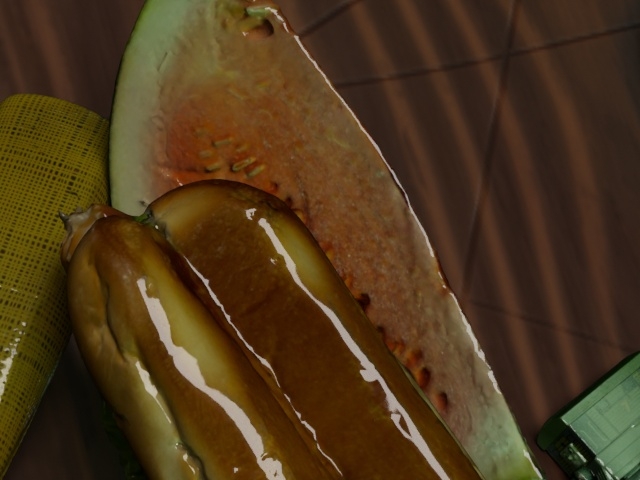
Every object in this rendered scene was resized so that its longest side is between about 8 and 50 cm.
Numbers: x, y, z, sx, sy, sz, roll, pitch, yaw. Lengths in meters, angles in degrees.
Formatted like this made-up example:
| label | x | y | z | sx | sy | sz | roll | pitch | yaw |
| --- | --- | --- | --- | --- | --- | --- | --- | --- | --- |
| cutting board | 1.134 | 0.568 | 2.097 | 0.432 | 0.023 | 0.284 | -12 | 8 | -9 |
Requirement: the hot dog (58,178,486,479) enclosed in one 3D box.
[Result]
| label | x | y | z | sx | sy | sz | roll | pitch | yaw |
| --- | --- | --- | --- | --- | --- | --- | --- | --- | --- |
| hot dog | -0.001 | 0.112 | 0.743 | 0.135 | 0.100 | 0.337 | -30 | 78 | -33 |

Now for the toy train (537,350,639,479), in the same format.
| label | x | y | z | sx | sy | sz | roll | pitch | yaw |
| --- | --- | --- | --- | --- | --- | --- | --- | --- | --- |
| toy train | 0.162 | 0.101 | 0.923 | 0.093 | 0.038 | 0.056 | -33 | 76 | -33 |

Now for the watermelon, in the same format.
| label | x | y | z | sx | sy | sz | roll | pitch | yaw |
| --- | --- | --- | --- | --- | --- | --- | --- | --- | --- |
| watermelon | -0.024 | 0.014 | 0.842 | 0.128 | 0.159 | 0.303 | -29 | 86 | -8 |

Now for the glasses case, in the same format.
| label | x | y | z | sx | sy | sz | roll | pitch | yaw |
| --- | --- | --- | --- | --- | --- | --- | --- | --- | --- |
| glasses case | -0.154 | 0.029 | 0.816 | 0.079 | 0.064 | 0.234 | 21 | 56 | -6 |
